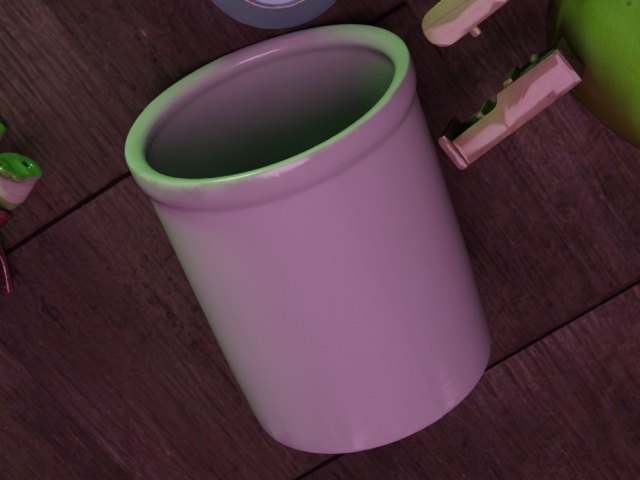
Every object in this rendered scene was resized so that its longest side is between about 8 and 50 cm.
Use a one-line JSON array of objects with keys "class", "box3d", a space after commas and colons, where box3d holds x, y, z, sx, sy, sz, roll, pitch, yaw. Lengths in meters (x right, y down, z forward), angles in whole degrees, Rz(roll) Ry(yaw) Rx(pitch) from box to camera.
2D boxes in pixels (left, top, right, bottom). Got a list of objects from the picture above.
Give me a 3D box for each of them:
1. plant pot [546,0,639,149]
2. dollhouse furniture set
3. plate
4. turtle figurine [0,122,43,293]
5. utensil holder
[{"class": "plant pot", "box3d": [0.410, -0.194, 1.709, 0.274, 0.293, 0.275, -2, 118, -3]}, {"class": "dollhouse furniture set", "box3d": [0.147, -0.227, 1.689, 0.161, 0.212, 0.242, -37, 95, 19]}, {"class": "plate", "box3d": [-0.051, -0.324, 1.762, 0.188, 0.024, 0.188, -2, 119, -4]}, {"class": "turtle figurine", "box3d": [-0.458, -0.011, 1.807, 0.274, 0.198, 0.266, 24, 110, -20]}, {"class": "utensil holder", "box3d": [0.000, 0.000, 1.778, 0.327, 0.327, 0.385, -18, 121, 6]}]
